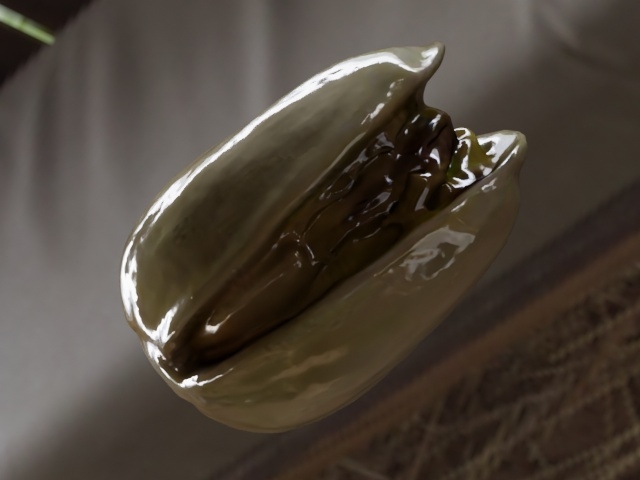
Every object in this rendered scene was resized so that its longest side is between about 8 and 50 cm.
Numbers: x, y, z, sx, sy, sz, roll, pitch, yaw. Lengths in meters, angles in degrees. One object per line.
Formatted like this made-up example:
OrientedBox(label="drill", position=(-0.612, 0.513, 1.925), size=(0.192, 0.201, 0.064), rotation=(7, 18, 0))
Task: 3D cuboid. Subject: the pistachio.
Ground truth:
OrientedBox(label="pistachio", position=(0.000, 0.000, 0.881), size=(0.206, 0.129, 0.131), rotation=(-40, 7, 21))
